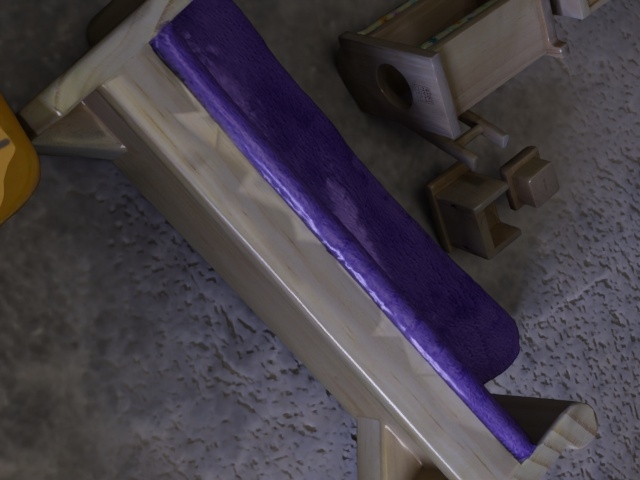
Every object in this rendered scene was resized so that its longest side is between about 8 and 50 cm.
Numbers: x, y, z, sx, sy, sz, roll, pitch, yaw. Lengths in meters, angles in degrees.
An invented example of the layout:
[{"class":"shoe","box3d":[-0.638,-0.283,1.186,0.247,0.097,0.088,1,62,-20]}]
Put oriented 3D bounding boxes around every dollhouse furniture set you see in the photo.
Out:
[{"class":"dollhouse furniture set","box3d":[0.124,-0.106,0.838,0.182,0.101,0.161,-36,125,-24]}]

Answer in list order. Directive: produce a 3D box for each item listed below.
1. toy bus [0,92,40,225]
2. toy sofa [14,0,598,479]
[{"class":"toy bus","box3d":[-0.300,0.024,0.597,0.333,0.108,0.130,-34,100,-24]},{"class":"toy sofa","box3d":[0.000,0.000,0.718,0.177,0.150,0.362,-47,105,-20]}]
